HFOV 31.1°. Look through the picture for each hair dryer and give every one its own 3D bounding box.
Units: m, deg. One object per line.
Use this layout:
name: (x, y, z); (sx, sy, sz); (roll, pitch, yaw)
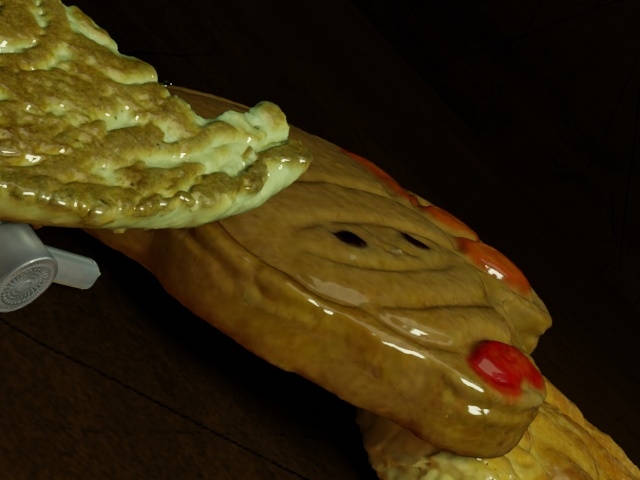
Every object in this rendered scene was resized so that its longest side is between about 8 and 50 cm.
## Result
hair dryer: (-0.145, 0.007, 0.589); (0.063, 0.037, 0.114); (48, 8, 22)

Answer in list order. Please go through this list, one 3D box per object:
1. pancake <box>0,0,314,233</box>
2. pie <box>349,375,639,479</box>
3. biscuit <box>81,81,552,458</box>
pancake: (-0.170, -0.083, 0.567); (0.376, 0.054, 0.197); (20, 41, -28)
pie: (0.141, 0.165, 0.810); (0.339, 0.083, 0.339); (38, 14, -12)
biscuit: (0.000, 0.000, 0.757); (0.358, 0.074, 0.381); (3, 28, -49)
